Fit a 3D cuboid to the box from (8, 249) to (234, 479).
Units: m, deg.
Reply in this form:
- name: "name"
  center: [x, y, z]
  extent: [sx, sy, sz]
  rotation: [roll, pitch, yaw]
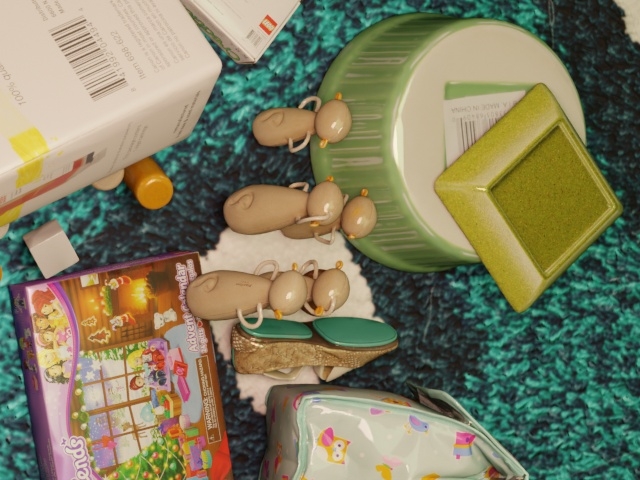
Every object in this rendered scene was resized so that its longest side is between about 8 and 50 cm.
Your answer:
- name: "box"
  center: [-0.205, 0.171, 2.038]
  extent: [0.201, 0.057, 0.293]
  rotation: [-12, 97, -29]

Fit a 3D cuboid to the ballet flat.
- name: "ballet flat"
  center: [-0.011, 0.123, 2.152]
  extent: [0.206, 0.073, 0.067]
  rotation: [4, 116, -27]

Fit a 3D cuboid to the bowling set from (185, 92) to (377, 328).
- name: "bowling set"
  center: [0.000, 0.000, 2.081]
  extent: [0.200, 0.154, 0.287]
  rotation: [39, 59, -41]

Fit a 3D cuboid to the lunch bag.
- name: "lunch bag"
  center: [0.079, 0.231, 2.071]
  extent: [0.262, 0.223, 0.160]
  rotation: [6, 88, -9]

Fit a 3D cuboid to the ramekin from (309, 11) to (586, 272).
- name: "ramekin"
  center: [0.154, -0.112, 2.181]
  extent: [0.303, 0.148, 0.303]
  rotation: [-1, 91, -29]

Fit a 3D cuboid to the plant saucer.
- name: "plant saucer"
  center: [0.243, -0.046, 2.121]
  extent: [0.188, 0.045, 0.188]
  rotation: [-43, 111, -21]

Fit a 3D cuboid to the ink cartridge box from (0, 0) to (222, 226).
- name: "ink cartridge box"
  center: [-0.337, -0.165, 1.845]
  extent: [0.385, 0.160, 0.279]
  rotation: [-28, 78, -26]

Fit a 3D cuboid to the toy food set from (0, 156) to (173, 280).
- name: "toy food set"
  center: [-0.280, -0.045, 1.989]
  extent: [0.232, 0.104, 0.111]
  rotation: [-30, 120, -7]

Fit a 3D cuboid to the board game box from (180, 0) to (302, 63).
- name: "board game box"
  center: [-0.129, -0.361, 2.071]
  extent: [0.305, 0.053, 0.193]
  rotation: [43, 72, -23]
